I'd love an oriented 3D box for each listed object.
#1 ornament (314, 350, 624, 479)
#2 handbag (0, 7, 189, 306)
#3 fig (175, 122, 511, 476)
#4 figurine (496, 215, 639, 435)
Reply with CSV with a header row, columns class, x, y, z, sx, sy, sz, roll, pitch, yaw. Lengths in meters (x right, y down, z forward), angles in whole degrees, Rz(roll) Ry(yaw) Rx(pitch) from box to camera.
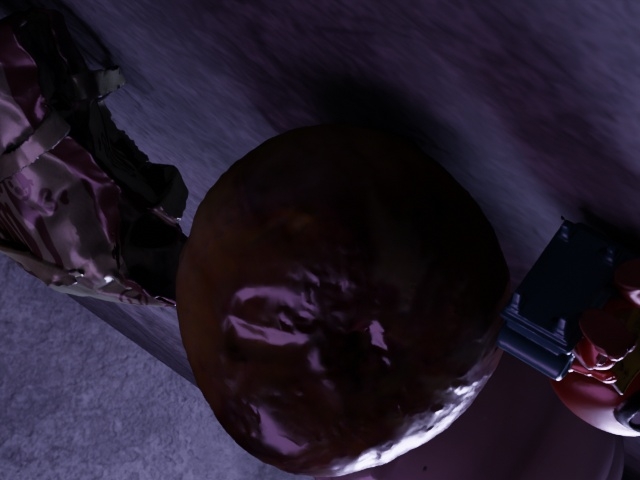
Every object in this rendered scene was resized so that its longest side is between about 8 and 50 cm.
class,x,y,z,sx,sy,sz,roll,pitch,yaw
ornament,0.077,0.123,0.983,0.177,0.177,0.177,33,169,7
handbag,-0.172,-0.049,1.090,0.235,0.127,0.213,0,127,58
fig,-0.011,0.003,0.824,0.143,0.160,0.231,-1,-149,-34
figurine,0.123,0.045,0.758,0.075,0.068,0.140,26,165,27
